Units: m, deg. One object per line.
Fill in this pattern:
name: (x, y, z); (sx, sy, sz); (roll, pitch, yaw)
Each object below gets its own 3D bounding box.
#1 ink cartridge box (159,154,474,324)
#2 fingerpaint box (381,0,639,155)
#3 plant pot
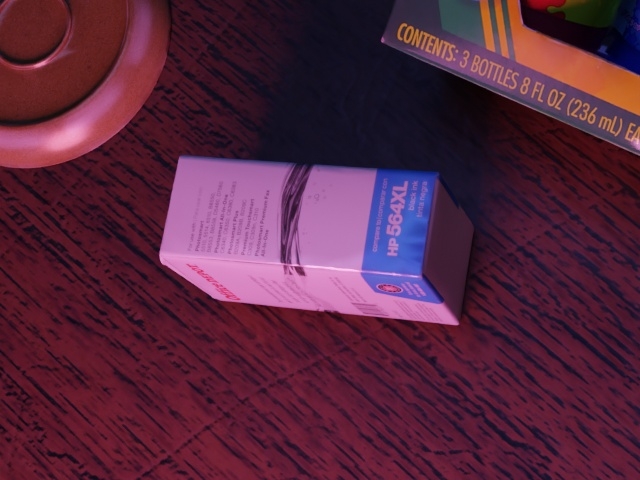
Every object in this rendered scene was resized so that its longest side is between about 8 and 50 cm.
ink cartridge box: (0.000, 0.000, 1.340); (0.203, 0.148, 0.086); (6, 76, 17)
fingerpaint box: (0.314, -0.230, 1.239); (0.445, 0.163, 0.371); (27, 109, 20)
plant pot: (-0.244, -0.179, 1.526); (0.236, 0.032, 0.236); (-4, 72, 14)
